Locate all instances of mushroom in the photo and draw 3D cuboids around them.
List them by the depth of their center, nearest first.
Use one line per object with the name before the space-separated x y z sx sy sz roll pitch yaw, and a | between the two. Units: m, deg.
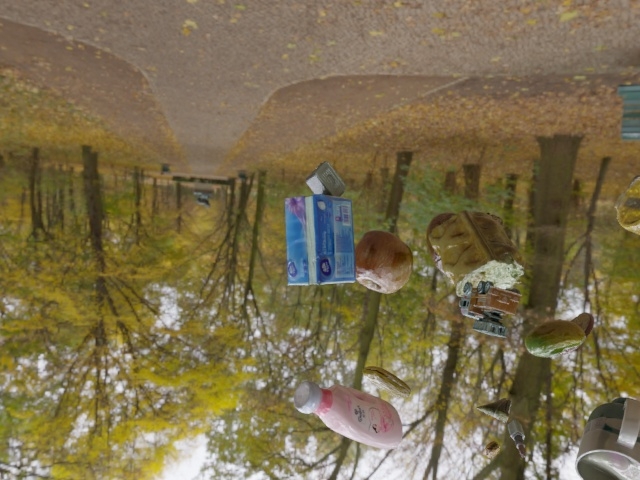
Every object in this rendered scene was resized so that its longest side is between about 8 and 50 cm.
mushroom | 0.509 0.015 1.897 0.267 0.267 0.254 4 152 -5

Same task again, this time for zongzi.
zongzi | 0.626 0.597 1.875 0.113 0.052 0.104 14 -160 22

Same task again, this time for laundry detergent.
laundry detergent | 0.077 0.457 1.390 0.335 0.088 0.159 30 -155 -30

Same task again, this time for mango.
mango | 0.777 0.323 1.726 0.191 0.085 0.122 -25 -160 26

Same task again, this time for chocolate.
chocolate | 1.001 -0.022 1.332 0.445 0.162 0.162 23 -177 -4

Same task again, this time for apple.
apple | 0.209 0.074 1.768 0.211 0.188 0.211 26 161 10

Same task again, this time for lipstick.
lipstick | 0.459 0.462 1.202 0.025 0.025 0.107 40 -159 -7

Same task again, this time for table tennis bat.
table tennis bat | 0.999 0.364 2.074 0.038 0.200 0.310 39 -172 6

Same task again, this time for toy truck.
toy truck | 0.390 0.159 1.223 0.080 0.115 0.178 17 174 -4

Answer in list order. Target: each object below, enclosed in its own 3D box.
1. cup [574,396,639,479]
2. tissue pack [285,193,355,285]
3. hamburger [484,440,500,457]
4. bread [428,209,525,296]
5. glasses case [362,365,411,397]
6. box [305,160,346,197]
cup | 0.925 0.620 1.590 0.219 0.290 0.257 14 -141 30
tissue pack | 0.000 0.000 1.574 0.146 0.264 0.198 -4 176 36
hamburger | 0.780 0.952 2.362 0.076 0.083 0.044 -26 -135 -19
bread | 0.485 0.039 1.611 0.238 0.252 0.196 -33 133 28
glasses case | 0.258 0.546 1.997 0.234 0.064 0.079 37 146 -29
box | 0.014 -0.184 1.668 0.069 0.122 0.084 -25 -162 44
